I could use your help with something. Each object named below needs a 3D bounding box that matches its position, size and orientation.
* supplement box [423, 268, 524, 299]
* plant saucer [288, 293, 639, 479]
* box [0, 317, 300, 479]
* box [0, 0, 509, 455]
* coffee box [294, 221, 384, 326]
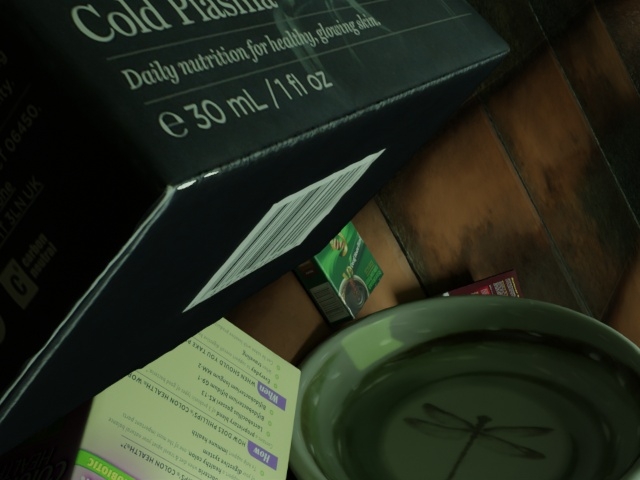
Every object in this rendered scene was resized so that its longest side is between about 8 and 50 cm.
[{"bbox_3d":[0.221,0.125,1.378,0.239,0.073,0.130,-10,80,-54],"label":"supplement box"},{"bbox_3d":[0.158,0.200,1.022,0.400,0.400,0.101,-51,139,-53],"label":"plant saucer"},{"bbox_3d":[-0.141,0.178,0.814,0.213,0.117,0.243,39,42,-34],"label":"box"},{"bbox_3d":[-0.183,-0.177,0.707,0.472,0.297,0.480,47,33,7],"label":"box"},{"bbox_3d":[0.000,0.000,1.178,0.184,0.040,0.113,58,35,-13],"label":"coffee box"}]
